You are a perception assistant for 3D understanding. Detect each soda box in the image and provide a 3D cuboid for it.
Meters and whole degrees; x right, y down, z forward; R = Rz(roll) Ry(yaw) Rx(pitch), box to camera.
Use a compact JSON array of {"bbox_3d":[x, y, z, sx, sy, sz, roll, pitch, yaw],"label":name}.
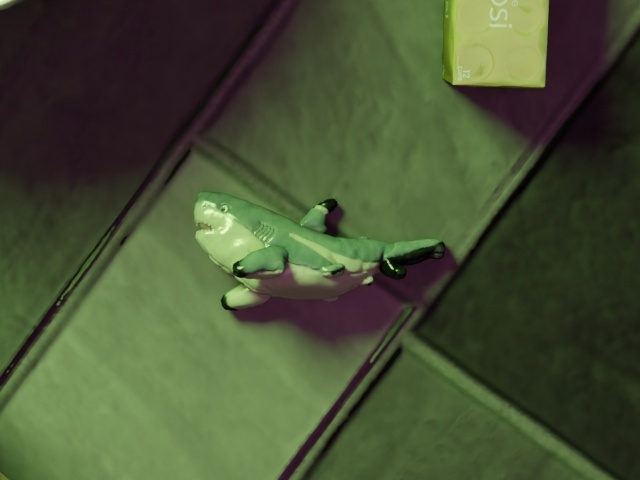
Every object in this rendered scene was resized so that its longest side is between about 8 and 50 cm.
[{"bbox_3d":[0.112,-0.187,1.183,0.061,0.058,0.181,1,98,-4],"label":"soda box"}]

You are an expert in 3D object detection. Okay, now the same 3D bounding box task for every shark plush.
[{"bbox_3d":[0.000,0.000,1.208,0.161,0.073,0.067,-3,68,2],"label":"shark plush"}]

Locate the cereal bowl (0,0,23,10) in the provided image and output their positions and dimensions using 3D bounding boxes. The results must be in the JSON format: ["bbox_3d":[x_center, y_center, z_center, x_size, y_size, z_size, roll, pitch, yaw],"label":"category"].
[{"bbox_3d":[-0.246,-0.292,1.105,0.339,0.141,0.339,0,98,-3],"label":"cereal bowl"}]

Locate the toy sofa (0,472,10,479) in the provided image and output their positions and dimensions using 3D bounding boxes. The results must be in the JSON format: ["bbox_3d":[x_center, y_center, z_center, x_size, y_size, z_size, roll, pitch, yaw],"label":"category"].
[{"bbox_3d":[-0.164,0.288,1.208,0.362,0.177,0.150,41,69,-8],"label":"toy sofa"}]
